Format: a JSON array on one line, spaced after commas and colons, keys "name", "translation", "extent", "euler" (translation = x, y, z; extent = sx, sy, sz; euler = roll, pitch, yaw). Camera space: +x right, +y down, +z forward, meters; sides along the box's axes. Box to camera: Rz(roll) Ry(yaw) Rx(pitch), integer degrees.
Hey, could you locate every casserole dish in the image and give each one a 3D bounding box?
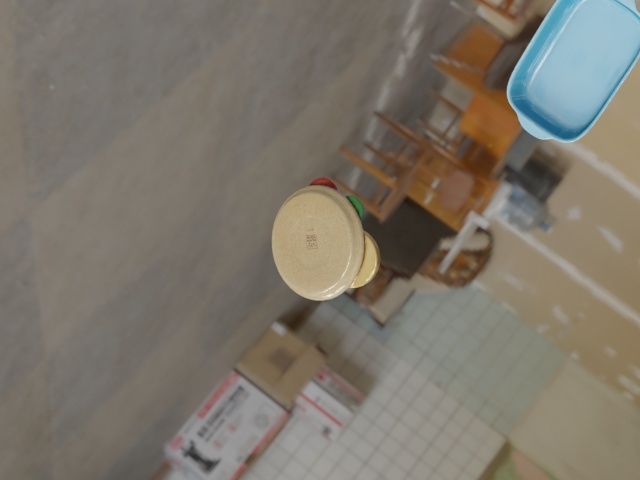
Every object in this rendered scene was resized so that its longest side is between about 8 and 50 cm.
[{"name": "casserole dish", "translation": [0.288, -0.198, 1.295], "extent": [0.037, 0.114, 0.188], "euler": [-17, 142, -57]}]

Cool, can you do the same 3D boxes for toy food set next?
[{"name": "toy food set", "translation": [0.000, 0.000, 0.811], "extent": [0.083, 0.082, 0.020], "euler": [-27, 166, 36]}]
